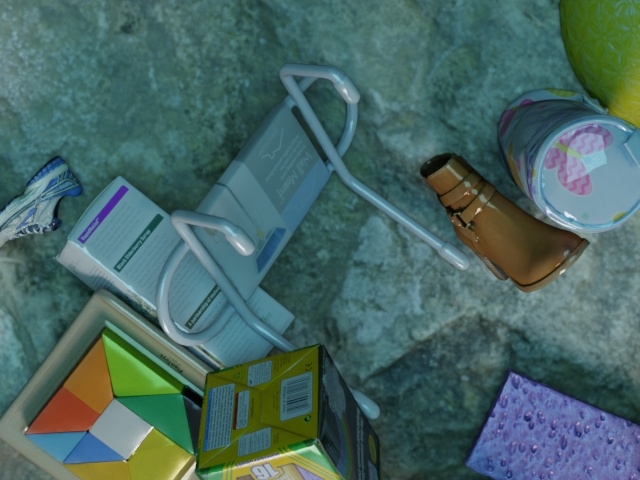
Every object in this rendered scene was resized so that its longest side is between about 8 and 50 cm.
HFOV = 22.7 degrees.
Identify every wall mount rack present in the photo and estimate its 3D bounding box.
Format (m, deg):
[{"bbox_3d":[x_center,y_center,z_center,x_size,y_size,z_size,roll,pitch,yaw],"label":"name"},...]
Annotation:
[{"bbox_3d":[0.000,0.000,1.623,0.350,0.130,0.304,-56,134,-24],"label":"wall mount rack"}]

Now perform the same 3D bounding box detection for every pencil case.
[{"bbox_3d":[0.252,-0.085,1.596,0.124,0.273,0.113,-17,101,3],"label":"pencil case"}]

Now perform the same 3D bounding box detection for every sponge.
[{"bbox_3d":[0.276,0.233,1.743,0.210,0.031,0.117,23,95,-3],"label":"sponge"}]

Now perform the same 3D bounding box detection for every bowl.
[{"bbox_3d":[0.403,-0.241,1.641,0.289,0.156,0.290,0,96,-2],"label":"bowl"}]

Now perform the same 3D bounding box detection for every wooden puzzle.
[{"bbox_3d":[-0.206,0.196,1.678,0.221,0.044,0.239,37,116,-5],"label":"wooden puzzle"}]

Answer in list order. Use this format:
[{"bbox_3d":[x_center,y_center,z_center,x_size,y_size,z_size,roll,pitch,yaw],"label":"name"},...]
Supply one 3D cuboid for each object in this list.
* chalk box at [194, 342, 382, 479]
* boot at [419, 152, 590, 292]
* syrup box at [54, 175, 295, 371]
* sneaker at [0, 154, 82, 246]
[{"bbox_3d":[-0.019,0.229,1.585,0.132,0.132,0.213,-16,130,15],"label":"chalk box"},{"bbox_3d":[0.180,-0.026,1.634,0.073,0.197,0.152,-43,104,-18],"label":"boot"},{"bbox_3d":[-0.155,0.048,1.669,0.237,0.093,0.096,40,68,-4],"label":"syrup box"},{"bbox_3d":[-0.307,-0.025,1.694,0.058,0.052,0.135,44,93,-9],"label":"sneaker"}]
